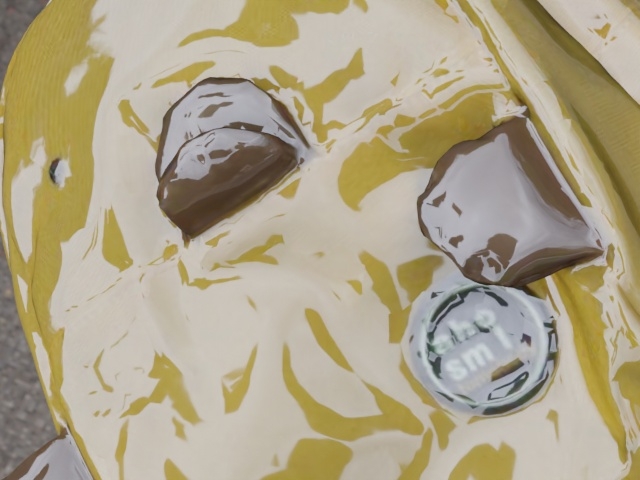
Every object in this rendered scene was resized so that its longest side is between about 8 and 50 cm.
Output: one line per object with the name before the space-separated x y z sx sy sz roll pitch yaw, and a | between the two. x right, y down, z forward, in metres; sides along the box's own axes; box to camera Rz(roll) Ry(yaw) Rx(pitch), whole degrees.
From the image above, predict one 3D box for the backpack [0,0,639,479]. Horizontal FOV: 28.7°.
backpack | 0.000 0.001 0.565 0.353 0.201 0.378 -37 77 13
